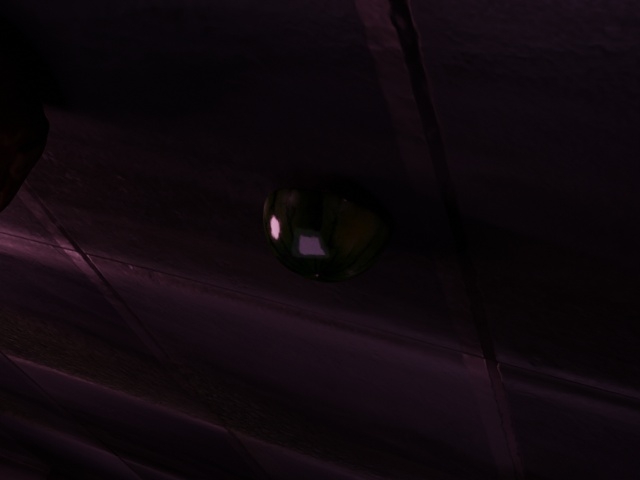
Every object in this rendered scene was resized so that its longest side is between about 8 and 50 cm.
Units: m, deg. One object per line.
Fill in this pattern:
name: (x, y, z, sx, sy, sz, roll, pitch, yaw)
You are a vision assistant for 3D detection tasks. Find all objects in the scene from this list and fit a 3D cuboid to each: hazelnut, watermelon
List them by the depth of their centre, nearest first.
watermelon: (0.000, 0.000, 0.742, 0.106, 0.062, 0.105, 16, 159, 7)
hazelnut: (-0.318, -0.096, 0.759, 0.182, 0.182, 0.182, 21, 153, 11)
